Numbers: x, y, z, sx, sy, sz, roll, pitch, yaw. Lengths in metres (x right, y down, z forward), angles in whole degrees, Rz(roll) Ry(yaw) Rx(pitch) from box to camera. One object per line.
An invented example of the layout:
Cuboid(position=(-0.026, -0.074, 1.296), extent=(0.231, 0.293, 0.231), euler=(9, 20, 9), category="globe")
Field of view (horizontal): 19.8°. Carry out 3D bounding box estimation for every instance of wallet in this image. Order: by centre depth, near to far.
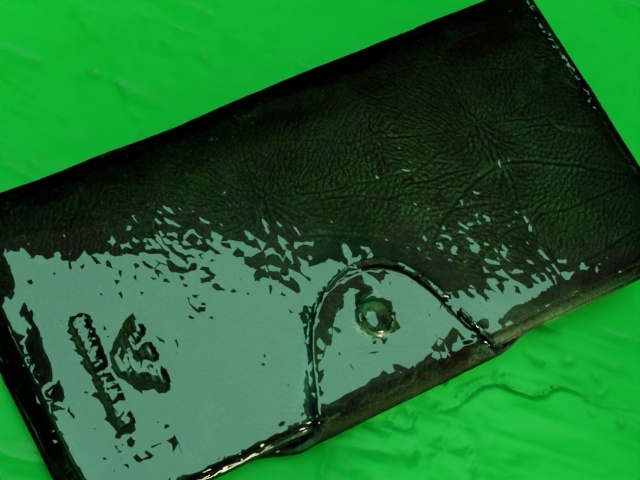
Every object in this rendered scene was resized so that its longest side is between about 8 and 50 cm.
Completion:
Cuboid(position=(0.000, 0.000, 0.857), extent=(0.318, 0.045, 0.172), euler=(-23, 72, -19), category="wallet")
